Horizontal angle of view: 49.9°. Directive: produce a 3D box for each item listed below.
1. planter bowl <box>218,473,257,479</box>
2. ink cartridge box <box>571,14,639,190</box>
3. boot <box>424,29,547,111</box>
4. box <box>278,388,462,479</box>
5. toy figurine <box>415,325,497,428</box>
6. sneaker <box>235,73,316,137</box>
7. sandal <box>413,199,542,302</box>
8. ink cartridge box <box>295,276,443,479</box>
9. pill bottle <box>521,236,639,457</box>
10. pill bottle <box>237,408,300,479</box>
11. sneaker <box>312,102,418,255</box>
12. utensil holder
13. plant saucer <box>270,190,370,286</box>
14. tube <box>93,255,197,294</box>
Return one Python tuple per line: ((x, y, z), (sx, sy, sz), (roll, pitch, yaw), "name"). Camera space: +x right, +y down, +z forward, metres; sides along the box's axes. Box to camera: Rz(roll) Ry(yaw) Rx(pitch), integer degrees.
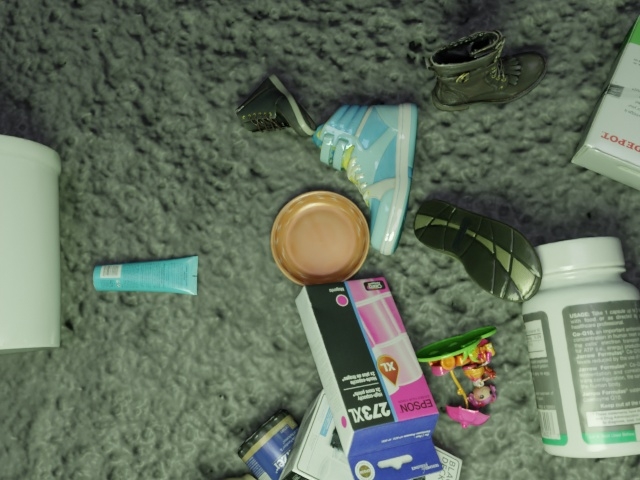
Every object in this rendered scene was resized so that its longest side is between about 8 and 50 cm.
((-0.148, 0.499, 1.259), (0.109, 0.162, 0.162), (-35, 76, -28), "planter bowl")
((0.641, -0.250, 1.318), (0.211, 0.121, 0.289), (25, 83, 10), "ink cartridge box")
((0.325, -0.333, 1.313), (0.263, 0.229, 0.091), (-19, 78, 3), "boot")
((0.091, 0.406, 1.205), (0.290, 0.087, 0.169), (29, 48, -3), "box")
((0.278, 0.264, 1.286), (0.173, 0.130, 0.159), (-19, 91, -22), "toy figurine")
((-0.091, -0.243, 1.390), (0.118, 0.083, 0.222), (-40, 40, 6), "sneaker")
((0.298, 0.008, 1.281), (0.303, 0.086, 0.120), (41, 107, 46), "sandal")
((0.091, 0.241, 1.230), (0.175, 0.069, 0.371), (-4, 60, -26), "ink cartridge box")
((0.471, 0.185, 1.214), (0.204, 0.204, 0.361), (-6, 79, 5), "pill bottle")
((-0.040, 0.431, 1.266), (0.123, 0.123, 0.219), (-43, 78, -3), "pill bottle")
((0.077, -0.129, 1.356), (0.208, 0.127, 0.319), (7, 69, 6), "sneaker")
((-0.659, 0.024, 1.309), (0.327, 0.327, 0.385), (-7, 81, 5), "utensil holder")
((0.000, 0.000, 1.385), (0.200, 0.037, 0.200), (-1, 79, 7), "plant saucer")
((-0.355, 0.074, 1.407), (0.207, 0.052, 0.080), (-1, 84, 1), "tube")
